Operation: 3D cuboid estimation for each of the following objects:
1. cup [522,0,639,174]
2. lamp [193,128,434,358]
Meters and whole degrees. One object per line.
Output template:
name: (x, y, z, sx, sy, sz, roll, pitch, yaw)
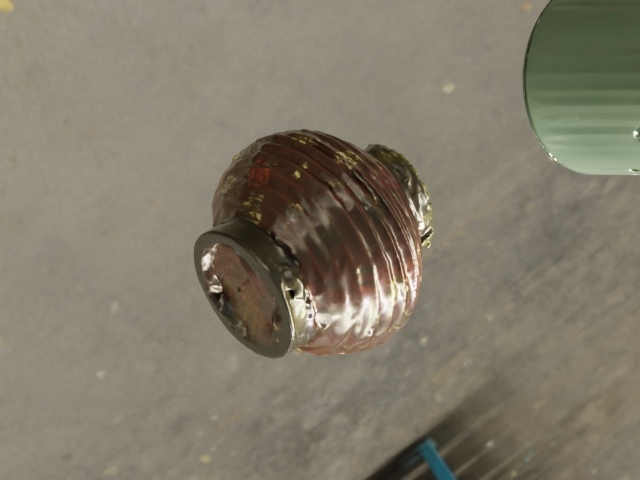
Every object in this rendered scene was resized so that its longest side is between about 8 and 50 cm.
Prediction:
cup: (0.561, -0.244, 1.567, 0.400, 0.392, 0.310, -10, 103, -29)
lamp: (0.000, 0.000, 1.054, 0.247, 0.247, 0.247, -19, 137, -19)
